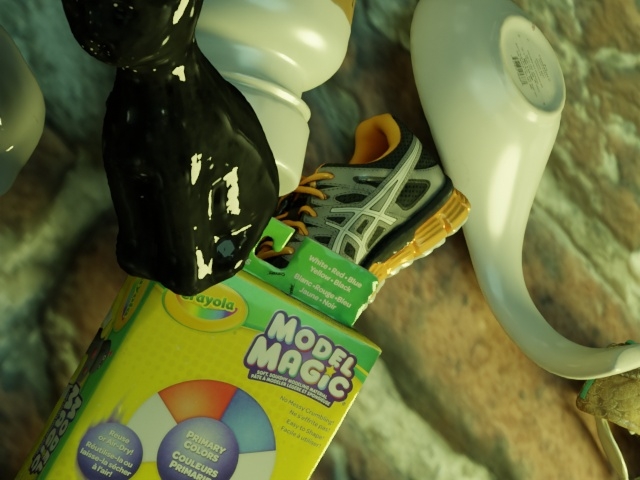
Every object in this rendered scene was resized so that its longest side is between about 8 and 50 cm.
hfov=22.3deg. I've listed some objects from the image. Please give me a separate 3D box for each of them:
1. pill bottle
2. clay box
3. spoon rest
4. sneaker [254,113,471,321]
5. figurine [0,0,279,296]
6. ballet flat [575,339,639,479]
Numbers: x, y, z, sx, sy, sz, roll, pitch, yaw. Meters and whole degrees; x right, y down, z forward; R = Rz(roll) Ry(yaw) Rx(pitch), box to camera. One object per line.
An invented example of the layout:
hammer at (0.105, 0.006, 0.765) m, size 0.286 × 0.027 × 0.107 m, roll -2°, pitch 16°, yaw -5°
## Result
pill bottle at (-0.045, -0.146, 0.900) m, size 0.131 × 0.131 × 0.229 m, roll 18°, pitch 73°, yaw -33°
clay box at (-0.065, 0.093, 0.836) m, size 0.127 × 0.053 × 0.222 m, roll 28°, pitch 93°, yaw -21°
spoon rest at (0.125, -0.038, 1.047) m, size 0.137 × 0.084 × 0.276 m, roll -7°, pitch 75°, yaw -51°
sneaker at (0.000, 0.000, 0.948) m, size 0.215 × 0.084 × 0.083 m, roll -39°, pitch 105°, yaw -43°
figurine at (-0.131, -0.092, 0.732) m, size 0.209 × 0.215 × 0.092 m, roll 83°, pitch 29°, yaw -54°
ballet flat at (0.243, 0.157, 1.117) m, size 0.067 × 0.073 × 0.206 m, roll -42°, pitch 107°, yaw -4°
